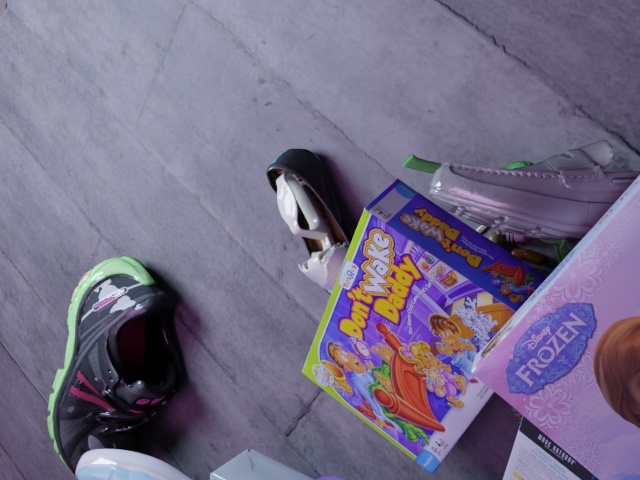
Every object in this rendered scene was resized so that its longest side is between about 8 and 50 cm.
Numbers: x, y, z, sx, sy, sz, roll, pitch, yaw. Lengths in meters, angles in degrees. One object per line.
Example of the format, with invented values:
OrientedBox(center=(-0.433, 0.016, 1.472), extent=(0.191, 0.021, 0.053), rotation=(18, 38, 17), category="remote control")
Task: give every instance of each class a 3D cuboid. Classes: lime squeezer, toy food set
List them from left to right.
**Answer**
OrientedBox(center=(0.247, 0.023, 0.955), extent=(0.078, 0.019, 0.122), rotation=(-43, 76, 37), category="toy food set")
OrientedBox(center=(0.243, -0.021, 0.892), extent=(0.310, 0.110, 0.059), rotation=(44, 170, -13), category="lime squeezer")

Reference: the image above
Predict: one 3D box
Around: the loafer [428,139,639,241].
OrientedBox(center=(0.279, -0.052, 0.810), extent=(0.320, 0.112, 0.111), rotation=(9, 87, 3), category="loafer")

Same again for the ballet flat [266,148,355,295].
OrientedBox(center=(0.000, 0.000, 1.087), extent=(0.095, 0.096, 0.280), rotation=(-35, 81, 39), category="ballet flat")

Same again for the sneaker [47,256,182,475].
OrientedBox(center=(-0.369, 0.273, 1.388), extent=(0.202, 0.185, 0.482), rotation=(27, 119, 33), category="sneaker")

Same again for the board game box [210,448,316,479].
OrientedBox(center=(-0.061, 0.510, 1.176), extent=(0.224, 0.098, 0.303), rotation=(15, 112, 34), category="board game box")

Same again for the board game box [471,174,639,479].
OrientedBox(center=(0.367, 0.107, 0.714), extent=(0.318, 0.066, 0.318), rotation=(39, 105, 8), category="board game box")

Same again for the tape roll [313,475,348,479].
OrientedBox(center=(0.017, 0.484, 1.221), extent=(0.189, 0.080, 0.188), rotation=(12, 110, 35), category="tape roll")

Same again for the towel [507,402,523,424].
OrientedBox(center=(0.389, 0.199, 0.857), extent=(0.370, 0.040, 0.271), rotation=(-34, 84, 44), category="towel")

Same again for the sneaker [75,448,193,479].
OrientedBox(center=(-0.283, 0.493, 1.327), extent=(0.366, 0.150, 0.135), rotation=(23, 127, 5), category="sneaker")

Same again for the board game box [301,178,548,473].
OrientedBox(center=(0.122, 0.122, 0.964), extent=(0.233, 0.078, 0.347), rotation=(35, 138, 16), category="board game box")

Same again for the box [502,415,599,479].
OrientedBox(center=(0.282, 0.305, 0.932), extent=(0.100, 0.060, 0.244), rotation=(37, 140, 35), category="box")
